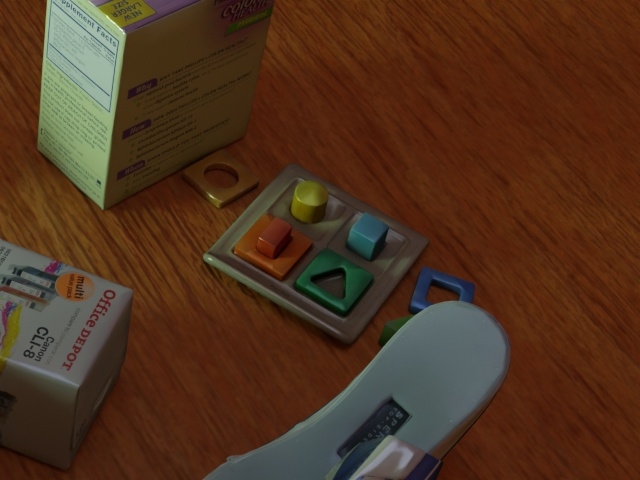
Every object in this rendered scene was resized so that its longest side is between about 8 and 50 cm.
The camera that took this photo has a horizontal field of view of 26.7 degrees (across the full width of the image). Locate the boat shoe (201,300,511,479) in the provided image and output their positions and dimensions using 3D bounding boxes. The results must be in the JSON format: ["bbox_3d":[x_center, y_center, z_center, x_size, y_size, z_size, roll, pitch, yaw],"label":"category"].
[{"bbox_3d":[0.014,0.203,1.172,0.367,0.156,0.136,-43,72,-10],"label":"boat shoe"}]

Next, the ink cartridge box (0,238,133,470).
[{"bbox_3d":[-0.271,0.094,1.189,0.176,0.127,0.128,20,45,2],"label":"ink cartridge box"}]

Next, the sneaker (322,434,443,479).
[{"bbox_3d":[0.029,0.316,1.007,0.182,0.127,0.315,31,77,-4],"label":"sneaker"}]

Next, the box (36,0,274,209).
[{"bbox_3d":[-0.172,-0.189,1.407,0.117,0.243,0.213,41,51,22],"label":"box"}]

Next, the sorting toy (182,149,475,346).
[{"bbox_3d":[0.000,0.000,1.414,0.348,0.047,0.196,30,47,13],"label":"sorting toy"}]
